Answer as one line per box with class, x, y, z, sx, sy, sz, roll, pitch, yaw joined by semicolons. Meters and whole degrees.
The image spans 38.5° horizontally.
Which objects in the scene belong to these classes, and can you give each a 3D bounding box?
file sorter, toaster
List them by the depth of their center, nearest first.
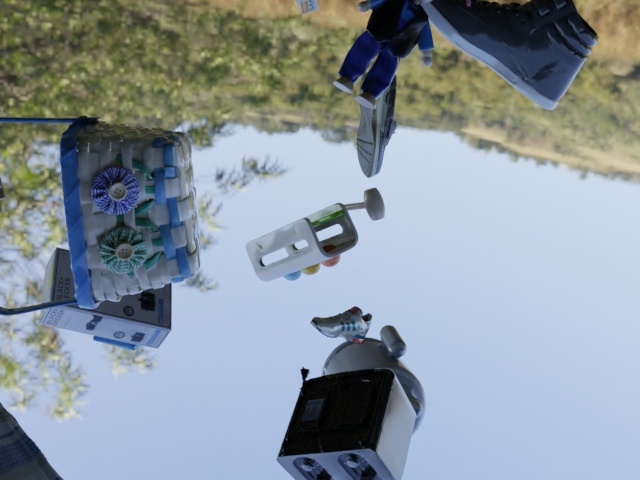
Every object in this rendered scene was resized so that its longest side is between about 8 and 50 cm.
toaster;0.041;0.281;1.384;0.168;0.110;0.185;-12;-144;27
file sorter;-0.482;0.191;2.331;0.118;0.104;0.170;11;-161;17

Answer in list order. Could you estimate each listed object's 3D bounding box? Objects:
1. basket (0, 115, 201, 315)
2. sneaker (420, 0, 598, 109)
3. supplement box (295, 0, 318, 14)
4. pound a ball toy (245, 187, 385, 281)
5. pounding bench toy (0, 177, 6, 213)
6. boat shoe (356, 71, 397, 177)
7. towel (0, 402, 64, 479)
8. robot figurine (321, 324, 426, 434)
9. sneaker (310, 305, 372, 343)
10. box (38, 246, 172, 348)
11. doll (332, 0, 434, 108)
basket;-0.304;-0.042;1.167;0.289;0.254;0.201;-6;-166;3
sneaker;0.264;-0.322;1.297;0.296;0.147;0.104;30;-152;-17
supplement box;-0.040;-0.520;1.876;0.036;0.062;0.098;-20;-125;-6
pound a ball toy;0.000;0.000;2.187;0.208;0.135;0.319;-25;-178;-39
pounding bench toy;-0.748;-0.098;2.052;0.052;0.083;0.065;-17;178;21
boat shoe;0.120;-0.232;1.837;0.073;0.223;0.080;-12;-149;-22
towel;-0.503;0.314;1.273;0.209;0.034;0.285;-19;-141;-37
robot figurine;0.115;0.343;2.085;0.200;0.300;0.353;24;-172;-17
sneaker;0.047;0.168;1.944;0.161;0.075;0.057;19;-168;-42
box;-0.497;0.137;2.141;0.290;0.087;0.169;17;-134;-25
doll;0.098;-0.271;1.228;0.129;0.189;0.046;32;179;-15
